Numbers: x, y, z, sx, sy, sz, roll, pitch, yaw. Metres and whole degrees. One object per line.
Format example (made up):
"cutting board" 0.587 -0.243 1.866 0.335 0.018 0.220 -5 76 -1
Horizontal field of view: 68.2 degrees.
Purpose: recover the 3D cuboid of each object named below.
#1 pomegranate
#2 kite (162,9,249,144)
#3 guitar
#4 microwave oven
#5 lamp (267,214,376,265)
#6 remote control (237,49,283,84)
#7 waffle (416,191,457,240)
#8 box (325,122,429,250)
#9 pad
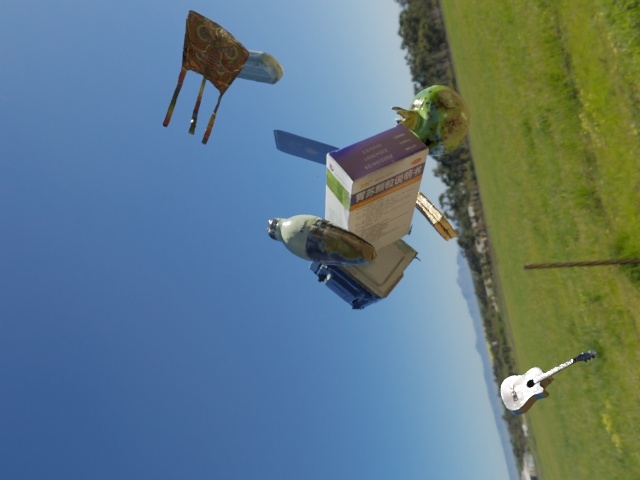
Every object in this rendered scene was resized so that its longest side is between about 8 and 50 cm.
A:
"pomegranate" 0.332 -0.366 1.446 0.211 0.262 0.211 179 90 -73
"kite" -0.240 -0.329 0.968 0.152 0.015 0.286 27 -117 -34
"guitar" 0.503 0.303 1.044 0.025 0.233 0.088 38 -151 -18
"microwave oven" 0.121 0.079 1.575 0.286 0.218 0.355 41 165 4
"lamp" 0.000 0.000 1.005 0.101 0.250 0.101 -46 -36 -50
"remote control" -0.221 -0.537 1.453 0.052 0.247 0.104 -61 -30 -16
"waffle" 0.326 -0.068 1.361 0.102 0.042 0.148 41 -167 -40
"box" 0.120 -0.098 1.107 0.106 0.200 0.300 52 158 32
"pad" -0.085 -0.306 1.688 0.375 0.314 0.063 157 130 -87
